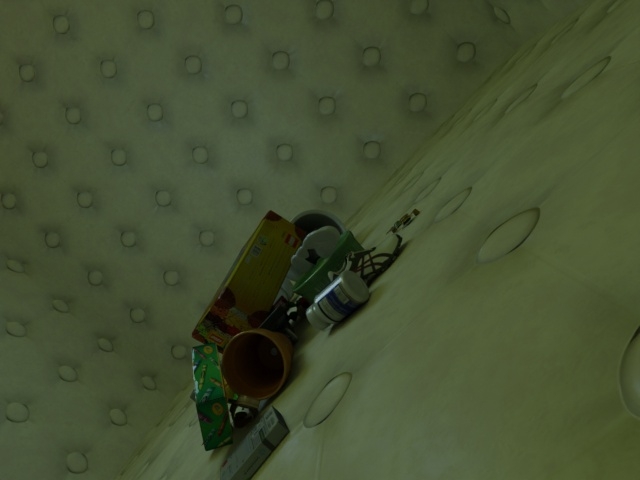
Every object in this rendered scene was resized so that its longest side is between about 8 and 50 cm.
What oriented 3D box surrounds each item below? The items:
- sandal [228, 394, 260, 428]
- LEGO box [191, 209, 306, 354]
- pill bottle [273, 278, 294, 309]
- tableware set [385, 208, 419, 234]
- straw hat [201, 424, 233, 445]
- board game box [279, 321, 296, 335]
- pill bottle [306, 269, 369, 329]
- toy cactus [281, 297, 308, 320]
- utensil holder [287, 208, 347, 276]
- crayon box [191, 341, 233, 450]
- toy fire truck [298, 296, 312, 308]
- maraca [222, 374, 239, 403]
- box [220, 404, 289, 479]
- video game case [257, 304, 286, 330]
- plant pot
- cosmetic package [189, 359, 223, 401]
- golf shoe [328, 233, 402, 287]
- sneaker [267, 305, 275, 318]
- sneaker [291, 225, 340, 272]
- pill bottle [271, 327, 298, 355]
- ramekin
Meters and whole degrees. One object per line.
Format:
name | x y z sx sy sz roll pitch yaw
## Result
sandal | -0.233 0.507 1.276 0.240 0.088 0.079 126 161 -60
LEGO box | -0.292 0.176 1.821 0.372 0.193 0.500 -47 15 46
pill bottle | -0.317 0.368 2.403 0.224 0.224 0.392 -42 6 45
tableware set | 0.319 -0.072 1.671 0.104 0.024 0.154 -46 2 -39
straw hat | -0.309 0.590 1.372 0.144 0.061 0.144 -60 -3 -6
board game box | -0.220 0.411 1.760 0.243 0.042 0.165 -41 27 -2
pill bottle | 0.046 0.185 1.320 0.187 0.112 0.112 -44 5 27
toy cactus | -0.087 0.282 1.905 0.219 0.112 0.180 -37 14 -1
utensil holder | -0.062 0.048 2.250 0.327 0.328 0.385 -48 3 -19
crayon box | -0.323 0.449 1.295 0.081 0.165 0.278 -10 22 -15
toy fire truck | -0.002 0.197 1.842 0.192 0.047 0.135 -23 39 6
maraca | -0.329 0.555 1.652 0.186 0.099 0.127 -2 78 65
box | -0.157 0.486 1.020 0.186 0.038 0.145 -47 4 -14
video game case | -0.220 0.364 1.585 0.275 0.035 0.248 -47 -11 -14
plant pot | -0.172 0.367 1.367 0.205 0.205 0.188 -46 -12 11
cosmetic package | -0.440 0.622 1.915 0.238 0.127 0.107 -49 4 -5
golf shoe | 0.149 0.065 1.412 0.273 0.120 0.105 -45 3 -5
sneaker | -0.248 0.387 2.003 0.135 0.098 0.276 -23 -44 -52
sneaker | 0.000 0.000 1.526 0.268 0.101 0.153 -45 7 47
pill bottle | -0.143 0.385 1.606 0.120 0.067 0.067 -48 5 -22
ramekin | 0.052 0.121 1.603 0.303 0.148 0.303 -46 5 5
